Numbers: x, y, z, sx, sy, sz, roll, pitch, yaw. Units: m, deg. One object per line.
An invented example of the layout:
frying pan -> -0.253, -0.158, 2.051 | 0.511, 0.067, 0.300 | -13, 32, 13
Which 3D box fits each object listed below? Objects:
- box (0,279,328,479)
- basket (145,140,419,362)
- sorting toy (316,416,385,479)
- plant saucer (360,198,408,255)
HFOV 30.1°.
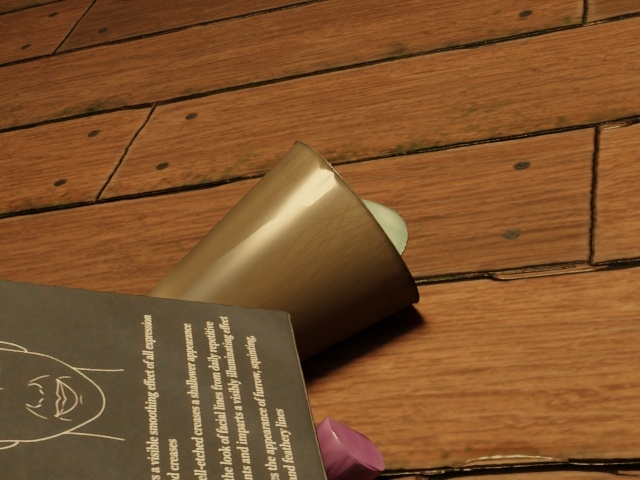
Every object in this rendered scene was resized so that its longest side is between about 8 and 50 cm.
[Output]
box -> -0.212, 0.192, 0.849 | 0.395, 0.212, 0.293 | 8, 29, -14
basket -> -0.053, 0.046, 1.181 | 0.227, 0.204, 0.154 | -36, -6, -11
sorting toy -> 0.014, 0.280, 0.877 | 0.126, 0.127, 0.365 | -47, 26, 14
plant saucer -> 0.000, 0.000, 1.334 | 0.195, 0.037, 0.195 | -14, 32, 9
